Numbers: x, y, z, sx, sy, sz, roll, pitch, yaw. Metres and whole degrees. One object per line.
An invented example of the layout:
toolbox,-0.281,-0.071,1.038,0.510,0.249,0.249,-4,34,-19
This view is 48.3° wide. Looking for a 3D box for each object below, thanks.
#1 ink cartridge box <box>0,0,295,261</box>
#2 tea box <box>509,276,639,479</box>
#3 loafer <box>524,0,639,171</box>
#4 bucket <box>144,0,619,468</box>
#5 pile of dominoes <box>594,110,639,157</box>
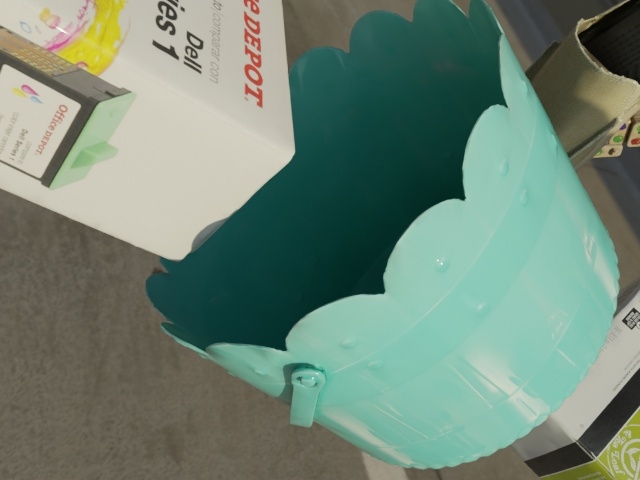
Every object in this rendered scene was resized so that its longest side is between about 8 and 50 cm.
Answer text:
ink cartridge box,-0.154,-0.139,0.378,0.278,0.117,0.202,27,41,-34
tea box,0.522,0.288,1.146,0.329,0.220,0.323,-40,76,-21
loafer,0.231,-0.139,0.614,0.092,0.268,0.102,10,46,-53
bucket,0.043,0.001,0.474,0.183,0.281,0.281,45,33,-31
pile of dominoes,0.449,-0.202,1.271,0.251,0.196,0.040,-3,54,5
